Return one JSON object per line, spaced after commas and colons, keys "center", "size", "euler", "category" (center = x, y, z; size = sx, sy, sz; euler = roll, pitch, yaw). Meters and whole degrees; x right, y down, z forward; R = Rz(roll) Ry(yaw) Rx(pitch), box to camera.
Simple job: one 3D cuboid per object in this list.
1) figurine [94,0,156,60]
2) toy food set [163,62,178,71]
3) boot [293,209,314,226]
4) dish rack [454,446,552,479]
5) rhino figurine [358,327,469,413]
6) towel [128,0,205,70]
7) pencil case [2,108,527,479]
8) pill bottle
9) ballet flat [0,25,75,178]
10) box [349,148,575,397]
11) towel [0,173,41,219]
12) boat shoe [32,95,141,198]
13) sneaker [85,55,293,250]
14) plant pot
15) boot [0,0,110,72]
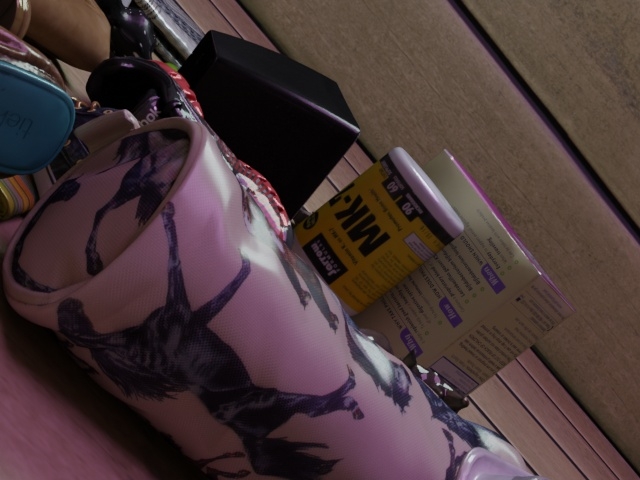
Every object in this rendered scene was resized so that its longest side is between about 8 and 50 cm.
{"center": [-0.279, -0.316, 1.469], "size": [0.209, 0.092, 0.215], "euler": [52, 6, -40], "category": "figurine"}
{"center": [-0.166, -0.171, 1.550], "size": [0.192, 0.038, 0.132], "euler": [51, 9, 0], "category": "toy food set"}
{"center": [0.000, 0.000, 1.676], "size": [0.087, 0.042, 0.118], "euler": [42, 13, -52], "category": "boot"}
{"center": [0.164, 0.294, 0.790], "size": [0.333, 0.072, 0.286], "euler": [37, 52, -60], "category": "dish rack"}
{"center": [0.031, 0.109, 1.054], "size": [0.243, 0.073, 0.106], "euler": [16, -14, 44], "category": "rhino figurine"}
{"center": [-0.261, -0.369, 1.808], "size": [0.324, 0.056, 0.312], "euler": [45, 11, -27], "category": "towel"}
{"center": [-0.025, 0.094, 0.831], "size": [0.410, 0.160, 0.183], "euler": [46, 18, -26], "category": "pencil case"}
{"center": [0.040, 0.006, 1.323], "size": [0.119, 0.208, 0.119], "euler": [49, 9, -11], "category": "pill bottle"}
{"center": [-0.273, -0.122, 0.677], "size": [0.124, 0.116, 0.342], "euler": [33, 6, 25], "category": "ballet flat"}
{"center": [0.124, 0.062, 1.399], "size": [0.117, 0.243, 0.213], "euler": [40, 14, -51], "category": "box"}
{"center": [-0.229, -0.069, 0.933], "size": [0.102, 0.021, 0.237], "euler": [56, 8, -2], "category": "towel"}
{"center": [-0.177, -0.081, 0.907], "size": [0.183, 0.083, 0.065], "euler": [60, 9, 30], "category": "boat shoe"}
{"center": [-0.132, -0.073, 1.160], "size": [0.276, 0.097, 0.135], "euler": [52, 9, 18], "category": "sneaker"}
{"center": [-0.089, -0.123, 1.344], "size": [0.167, 0.187, 0.188], "euler": [35, 15, -20], "category": "plant pot"}
{"center": [-0.264, -0.212, 1.101], "size": [0.236, 0.089, 0.269], "euler": [56, 9, 24], "category": "boot"}
